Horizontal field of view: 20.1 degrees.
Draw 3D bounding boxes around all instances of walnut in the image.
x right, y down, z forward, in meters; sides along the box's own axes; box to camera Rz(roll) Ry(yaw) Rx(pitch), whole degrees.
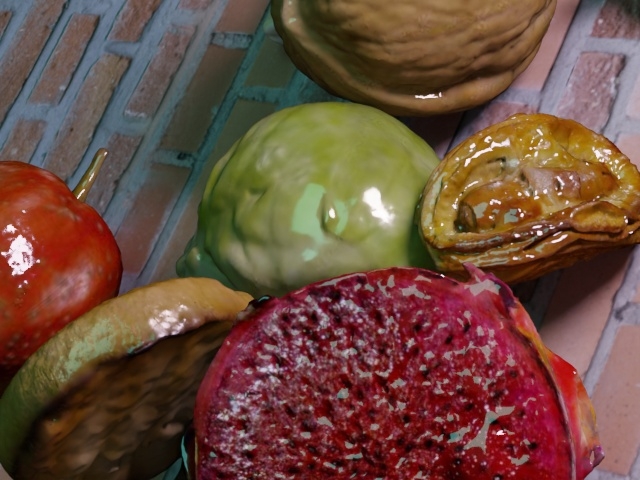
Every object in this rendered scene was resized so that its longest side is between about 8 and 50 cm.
[{"bbox_3d":[0.101,-0.281,1.978,0.332,0.333,0.333,-16,53,23],"label":"walnut"}]

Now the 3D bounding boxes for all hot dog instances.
[{"bbox_3d":[0.217,-0.041,1.793,0.175,0.259,0.114,52,138,25],"label":"hot dog"}]

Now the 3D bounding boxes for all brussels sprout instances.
[{"bbox_3d":[0.007,-0.011,1.916,0.316,0.242,0.274,0,63,38],"label":"brussels sprout"}]

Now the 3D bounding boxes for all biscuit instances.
[{"bbox_3d":[-0.186,0.140,1.784,0.296,0.296,0.102,-37,63,6],"label":"biscuit"}]

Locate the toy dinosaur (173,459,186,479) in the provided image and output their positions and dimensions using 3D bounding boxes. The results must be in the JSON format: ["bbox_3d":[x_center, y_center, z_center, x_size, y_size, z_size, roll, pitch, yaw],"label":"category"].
[{"bbox_3d":[-0.131,0.213,2.003,0.179,0.087,0.187,-48,18,44],"label":"toy dinosaur"}]

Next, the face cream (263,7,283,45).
[{"bbox_3d":[0.062,-0.391,2.237,0.173,0.081,0.349,9,66,36],"label":"face cream"}]

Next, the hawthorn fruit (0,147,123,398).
[{"bbox_3d":[-0.353,0.018,2.115,0.287,0.287,0.330,25,70,40],"label":"hawthorn fruit"}]

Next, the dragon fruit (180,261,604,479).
[{"bbox_3d":[0.078,0.195,1.705,0.371,0.249,0.386,37,100,12],"label":"dragon fruit"}]
